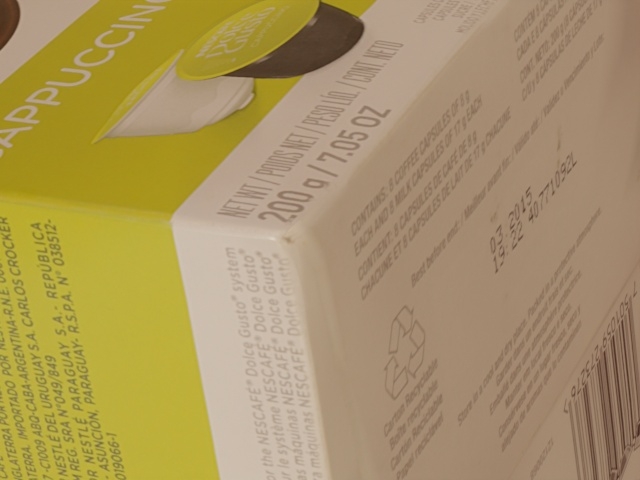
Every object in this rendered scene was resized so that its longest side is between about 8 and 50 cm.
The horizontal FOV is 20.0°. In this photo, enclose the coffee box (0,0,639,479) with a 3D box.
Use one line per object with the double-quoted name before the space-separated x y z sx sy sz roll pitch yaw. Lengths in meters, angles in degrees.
"coffee box" -0.058 0.034 0.822 0.334 0.337 0.338 8 125 27
